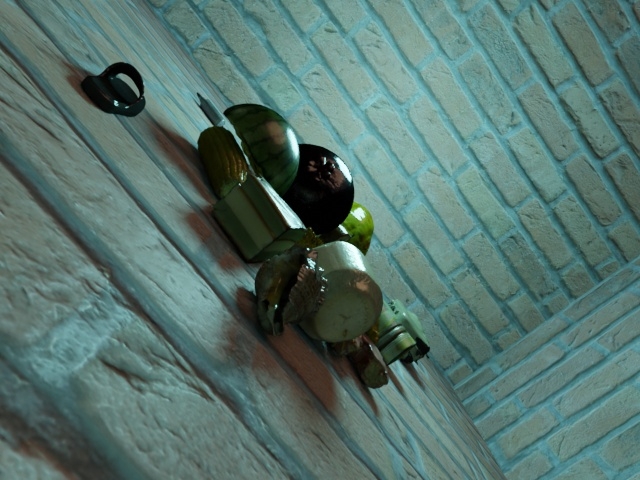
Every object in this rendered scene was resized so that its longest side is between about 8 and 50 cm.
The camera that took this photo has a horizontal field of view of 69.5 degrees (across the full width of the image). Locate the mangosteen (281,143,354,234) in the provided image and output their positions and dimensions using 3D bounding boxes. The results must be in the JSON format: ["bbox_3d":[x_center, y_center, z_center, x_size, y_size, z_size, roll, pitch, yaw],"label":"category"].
[{"bbox_3d":[-0.068,-0.179,1.843,0.382,0.382,0.435,53,-27,8],"label":"mangosteen"}]

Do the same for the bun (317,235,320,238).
[{"bbox_3d":[0.000,0.000,2.111,0.111,0.163,0.188,-31,100,-57],"label":"bun"}]

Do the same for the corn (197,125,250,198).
[{"bbox_3d":[-0.290,-0.233,1.405,0.131,0.131,0.345,46,11,-45],"label":"corn"}]

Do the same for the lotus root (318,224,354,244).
[{"bbox_3d":[0.023,0.036,1.953,0.170,0.261,0.075,-12,59,-47],"label":"lotus root"}]

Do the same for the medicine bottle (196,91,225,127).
[{"bbox_3d":[-0.526,-0.621,2.175,0.199,0.057,0.057,53,6,6],"label":"medicine bottle"}]

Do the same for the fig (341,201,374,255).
[{"bbox_3d":[0.089,-0.045,2.304,0.343,0.343,0.343,51,6,-8],"label":"fig"}]

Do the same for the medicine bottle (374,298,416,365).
[{"bbox_3d":[0.238,0.337,1.903,0.323,0.151,0.151,55,7,24],"label":"medicine bottle"}]

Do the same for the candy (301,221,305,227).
[{"bbox_3d":[-0.193,-0.110,1.568,0.365,0.124,0.124,44,7,-7],"label":"candy"}]

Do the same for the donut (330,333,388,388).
[{"bbox_3d":[0.104,0.319,1.343,0.233,0.085,0.199,50,7,-20],"label":"donut"}]

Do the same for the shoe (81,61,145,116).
[{"bbox_3d":[-0.450,-0.352,1.059,0.108,0.093,0.241,49,9,-16],"label":"shoe"}]

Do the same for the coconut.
[{"bbox_3d":[0.032,0.128,1.217,0.237,0.237,0.266,48,14,-31],"label":"coconut"}]

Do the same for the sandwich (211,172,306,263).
[{"bbox_3d":[-0.161,-0.063,1.232,0.198,0.155,0.227,53,6,7],"label":"sandwich"}]

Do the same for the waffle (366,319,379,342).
[{"bbox_3d":[0.131,0.203,1.501,0.260,0.068,0.293,-112,-167,-49],"label":"waffle"}]

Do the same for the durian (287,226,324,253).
[{"bbox_3d":[-0.030,0.088,1.499,0.250,0.182,0.138,51,42,-41],"label":"durian"}]

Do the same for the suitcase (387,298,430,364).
[{"bbox_3d":[0.455,0.490,2.434,0.339,0.193,0.351,54,6,-4],"label":"suitcase"}]

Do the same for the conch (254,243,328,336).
[{"bbox_3d":[-0.066,0.105,0.969,0.162,0.179,0.245,14,28,0],"label":"conch"}]

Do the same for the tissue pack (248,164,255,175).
[{"bbox_3d":[-0.175,-0.337,2.281,0.160,0.242,0.338,56,8,14],"label":"tissue pack"}]

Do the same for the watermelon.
[{"bbox_3d":[-0.164,-0.307,1.501,0.331,0.189,0.331,56,-1,2],"label":"watermelon"}]
